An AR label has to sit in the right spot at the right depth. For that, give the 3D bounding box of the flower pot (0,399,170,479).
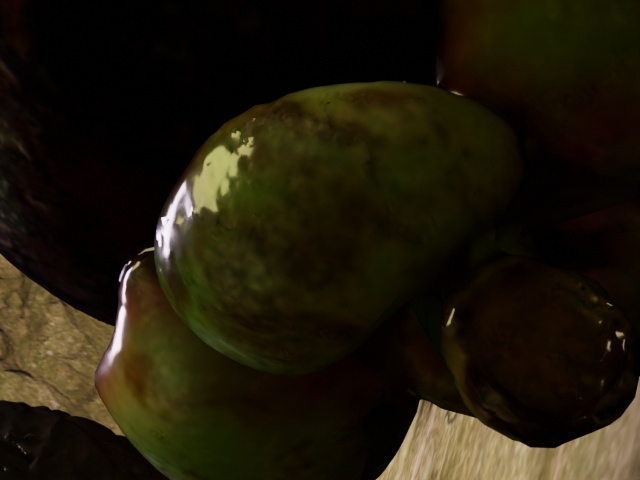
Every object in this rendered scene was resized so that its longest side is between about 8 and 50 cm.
[{"bbox_3d":[-0.105,0.254,1.052,0.266,0.267,0.266,-163,90,-88],"label":"flower pot"}]

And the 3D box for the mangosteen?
[{"bbox_3d":[0.005,-0.086,0.548,0.311,0.311,0.311,-163,90,-90],"label":"mangosteen"}]
